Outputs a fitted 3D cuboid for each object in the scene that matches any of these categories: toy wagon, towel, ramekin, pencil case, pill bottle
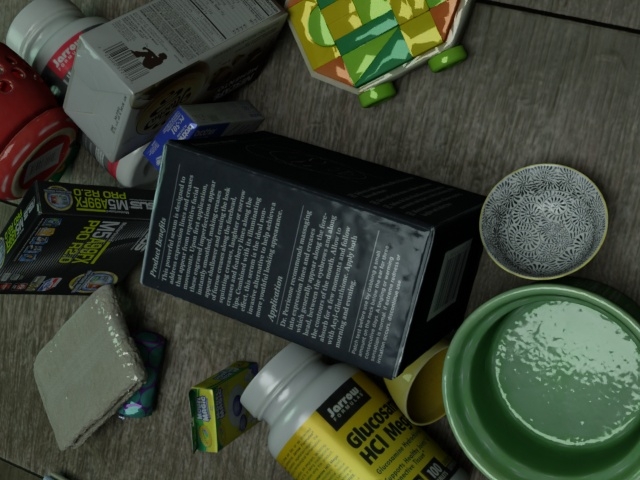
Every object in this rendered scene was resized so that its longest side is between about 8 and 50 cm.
[{"bbox_3d":[0.113,-0.360,1.426,0.344,0.068,0.267,-24,89,26],"label":"toy wagon"},{"bbox_3d":[-0.399,0.225,1.736,0.282,0.049,0.187,-42,64,35],"label":"towel"},{"bbox_3d":[0.332,0.194,1.379,0.303,0.148,0.304,5,101,24],"label":"ramekin"},{"bbox_3d":[-0.311,0.230,1.728,0.070,0.064,0.152,15,105,7],"label":"pencil case"},{"bbox_3d":[0.044,0.307,1.509,0.334,0.188,0.188,43,113,12],"label":"pill bottle"},{"bbox_3d":[-0.345,-0.241,1.598,0.318,0.176,0.176,44,114,12],"label":"pill bottle"}]

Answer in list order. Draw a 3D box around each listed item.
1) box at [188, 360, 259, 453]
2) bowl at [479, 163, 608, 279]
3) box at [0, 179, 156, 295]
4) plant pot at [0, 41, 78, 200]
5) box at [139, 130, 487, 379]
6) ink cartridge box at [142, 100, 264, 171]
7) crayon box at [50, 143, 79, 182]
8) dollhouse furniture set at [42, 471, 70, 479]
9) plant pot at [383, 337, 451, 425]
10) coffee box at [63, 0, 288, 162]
[{"bbox_3d":[-0.153,0.264,1.597,0.043,0.179,0.105,1,100,25],"label":"box"},{"bbox_3d":[0.307,-0.012,1.378,0.170,0.080,0.170,-7,66,16],"label":"bowl"},{"bbox_3d":[-0.389,0.004,1.597,0.270,0.216,0.060,-41,55,44],"label":"box"},{"bbox_3d":[-0.467,-0.171,1.486,0.174,0.191,0.191,38,112,7],"label":"plant pot"},{"bbox_3d":[0.000,0.000,1.417,0.395,0.293,0.212,19,106,21],"label":"box"},{"bbox_3d":[-0.172,-0.158,1.515,0.046,0.207,0.097,47,114,10],"label":"ink cartridge box"},{"bbox_3d":[-0.568,-0.208,1.703,0.278,0.165,0.081,27,83,18],"label":"crayon box"},{"bbox_3d":[-0.519,0.560,1.808,0.286,0.198,0.303,25,108,19],"label":"dollhouse furniture set"},{"bbox_3d":[0.144,0.191,1.488,0.095,0.134,0.134,33,113,42],"label":"plant pot"},{"bbox_3d":[-0.206,-0.259,1.442,0.119,0.297,0.168,47,144,8],"label":"coffee box"}]
